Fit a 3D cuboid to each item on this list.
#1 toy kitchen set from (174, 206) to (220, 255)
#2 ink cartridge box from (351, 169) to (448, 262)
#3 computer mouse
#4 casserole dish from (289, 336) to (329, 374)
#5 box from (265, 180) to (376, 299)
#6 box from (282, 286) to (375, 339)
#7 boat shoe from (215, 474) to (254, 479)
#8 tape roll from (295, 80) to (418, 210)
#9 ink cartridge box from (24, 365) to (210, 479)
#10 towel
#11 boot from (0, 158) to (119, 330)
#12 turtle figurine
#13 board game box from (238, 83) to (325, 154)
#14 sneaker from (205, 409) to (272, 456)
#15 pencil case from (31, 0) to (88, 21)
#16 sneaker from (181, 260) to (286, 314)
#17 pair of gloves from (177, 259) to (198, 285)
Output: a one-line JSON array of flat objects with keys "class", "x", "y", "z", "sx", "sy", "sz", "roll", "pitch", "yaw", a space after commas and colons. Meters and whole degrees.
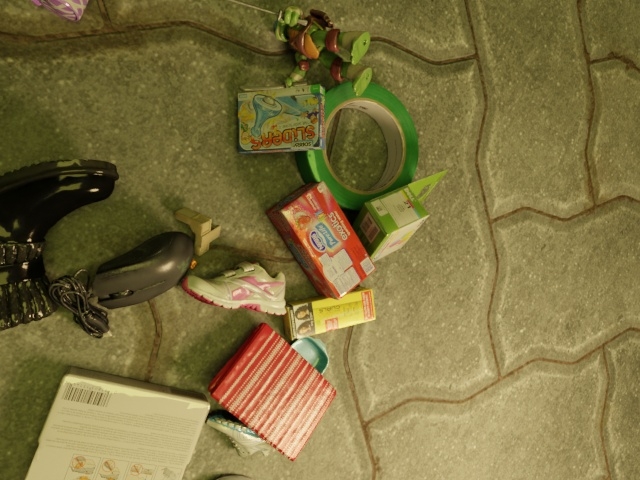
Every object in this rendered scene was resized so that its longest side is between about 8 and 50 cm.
[{"class": "toy kitchen set", "x": -0.273, "y": -0.026, "z": 1.001, "sx": 0.068, "sy": 0.075, "sz": 0.083, "roll": -43, "pitch": 152, "yaw": -55}, {"class": "ink cartridge box", "x": 0.210, "y": -0.057, "z": 1.121, "sx": 0.255, "sy": 0.188, "sz": 0.097, "roll": -24, "pitch": 72, "yaw": -22}, {"class": "computer mouse", "x": -0.360, "y": 0.084, "z": 0.891, "sx": 0.272, "sy": 0.072, "sz": 0.188, "roll": -35, "pitch": 146, "yaw": -24}, {"class": "casserole dish", "x": -0.064, "y": 0.316, "z": 1.099, "sx": 0.188, "sy": 0.037, "sz": 0.114, "roll": -45, "pitch": 109, "yaw": -16}, {"class": "box", "x": 0.000, "y": 0.000, "z": 1.071, "sx": 0.128, "sy": 0.123, "sz": 0.256, "roll": -38, "pitch": 106, "yaw": -20}, {"class": "box", "x": 0.022, "y": 0.179, "z": 1.122, "sx": 0.233, "sy": 0.058, "sz": 0.087, "roll": -8, "pitch": 94, "yaw": -25}, {"class": "boat shoe", "x": -0.133, "y": 0.652, "z": 1.039, "sx": 0.301, "sy": 0.102, "sz": 0.108, "roll": 43, "pitch": 75, "yaw": -20}, {"class": "tape roll", "x": 0.096, "y": -0.233, "z": 1.136, "sx": 0.322, "sy": 0.077, "sz": 0.320, "roll": -1, "pitch": 92, "yaw": -24}, {"class": "ink cartridge box", "x": -0.415, "y": 0.423, "z": 0.923, "sx": 0.297, "sy": 0.066, "sz": 0.260, "roll": 22, "pitch": 82, "yaw": -23}, {"class": "towel", "x": -0.101, "y": 0.346, "z": 1.033, "sx": 0.275, "sy": 0.031, "sz": 0.198, "roll": 48, "pitch": 62, "yaw": -18}, {"class": "boot", "x": -0.519, "y": 0.011, "z": 0.824, "sx": 0.348, "sy": 0.131, "sz": 0.259, "roll": -19, "pitch": 92, "yaw": -12}, {"class": "turtle figurine", "x": -0.039, "y": -0.401, "z": 0.986, "sx": 0.275, "sy": 0.266, "sz": 0.197, "roll": -32, "pitch": 142, "yaw": -49}, {"class": "board game box", "x": -0.089, "y": -0.266, "z": 1.000, "sx": 0.035, "sy": 0.201, "sz": 0.136, "roll": -5, "pitch": 94, "yaw": -70}, {"class": "sneaker", "x": -0.184, "y": 0.453, "z": 1.032, "sx": 0.191, "sy": 0.071, "sz": 0.082, "roll": 29, "pitch": 85, "yaw": -22}, {"class": "pencil case", "x": -0.476, "y": -0.528, "z": 0.863, "sx": 0.088, "sy": 0.086, "sz": 0.205, "roll": 18, "pitch": 82, "yaw": 3}, {"class": "sneaker", "x": -0.184, "y": 0.097, "z": 1.003, "sx": 0.252, "sy": 0.103, "sz": 0.111, "roll": 15, "pitch": 80, "yaw": -38}, {"class": "pair of gloves", "x": -0.321, "y": 0.054, "z": 0.987, "sx": 0.083, "sy": 0.010, "sz": 0.074, "roll": -48, "pitch": 109, "yaw": -15}]
